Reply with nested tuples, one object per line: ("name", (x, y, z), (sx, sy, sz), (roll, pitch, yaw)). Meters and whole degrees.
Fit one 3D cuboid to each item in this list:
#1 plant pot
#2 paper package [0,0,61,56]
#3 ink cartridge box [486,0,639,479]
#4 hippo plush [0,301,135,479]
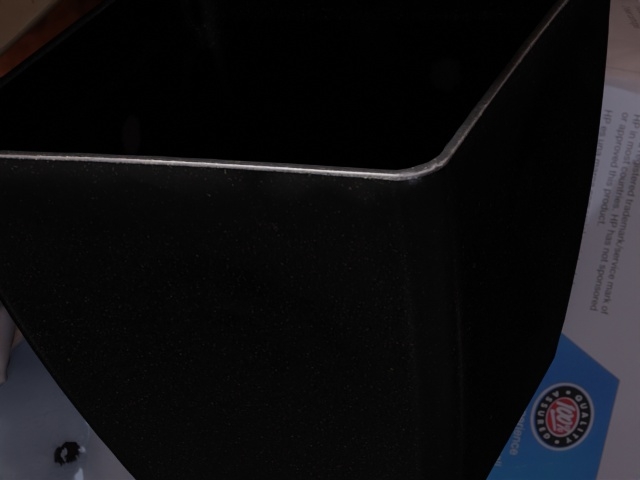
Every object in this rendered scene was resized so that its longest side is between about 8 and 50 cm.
("plant pot", (0.000, 0.000, 0.618), (0.187, 0.188, 0.167), (4, 123, 26))
("paper package", (-0.124, -0.183, 0.629), (0.325, 0.309, 0.168), (-36, 105, 28))
("ink cartridge box", (0.204, 0.005, 0.777), (0.270, 0.197, 0.198), (9, 111, -2))
("hippo plush", (-0.106, 0.024, 0.770), (0.294, 0.236, 0.234), (19, 111, -6))
